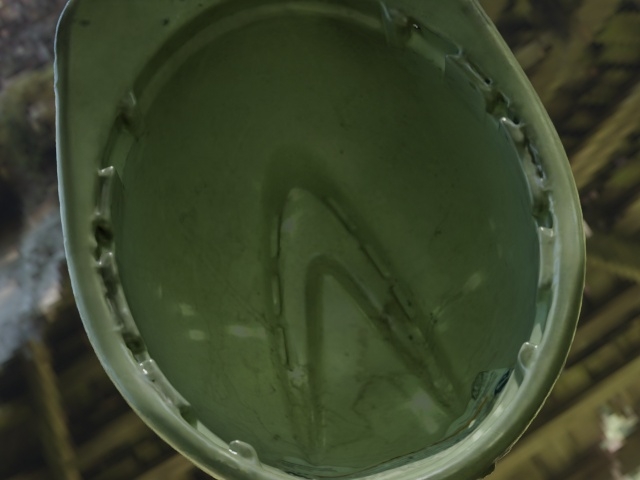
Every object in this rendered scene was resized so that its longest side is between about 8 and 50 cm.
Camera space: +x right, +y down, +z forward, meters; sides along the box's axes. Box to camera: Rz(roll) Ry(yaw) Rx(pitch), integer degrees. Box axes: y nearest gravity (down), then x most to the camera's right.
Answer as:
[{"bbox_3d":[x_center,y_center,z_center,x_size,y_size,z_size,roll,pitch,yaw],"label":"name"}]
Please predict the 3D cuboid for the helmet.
[{"bbox_3d":[-0.001,-0.003,0.767,0.204,0.257,0.137,-16,-15,-2],"label":"helmet"}]
